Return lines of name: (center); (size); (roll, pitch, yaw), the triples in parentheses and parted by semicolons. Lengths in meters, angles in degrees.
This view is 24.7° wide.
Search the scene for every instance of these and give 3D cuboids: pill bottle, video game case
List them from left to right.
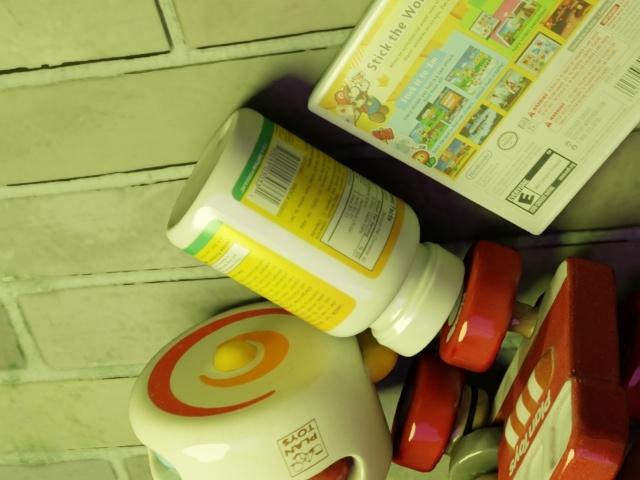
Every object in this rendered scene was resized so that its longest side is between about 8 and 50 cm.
pill bottle: (0.000, 0.000, 1.096); (0.208, 0.118, 0.117); (30, 127, -13)
video game case: (0.132, -0.128, 1.031); (0.206, 0.026, 0.227); (28, 128, -11)

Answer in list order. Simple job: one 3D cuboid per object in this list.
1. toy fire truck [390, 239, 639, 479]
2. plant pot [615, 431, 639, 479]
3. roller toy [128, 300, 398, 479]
toy fire truck: (0.154, 0.164, 1.106); (0.169, 0.254, 0.302); (18, 128, -3)
plant pot: (0.354, 0.225, 1.094); (0.267, 0.267, 0.235); (36, 168, -17)
roller toy: (-0.046, 0.142, 1.163); (0.209, 0.191, 0.146); (-6, 120, 23)
